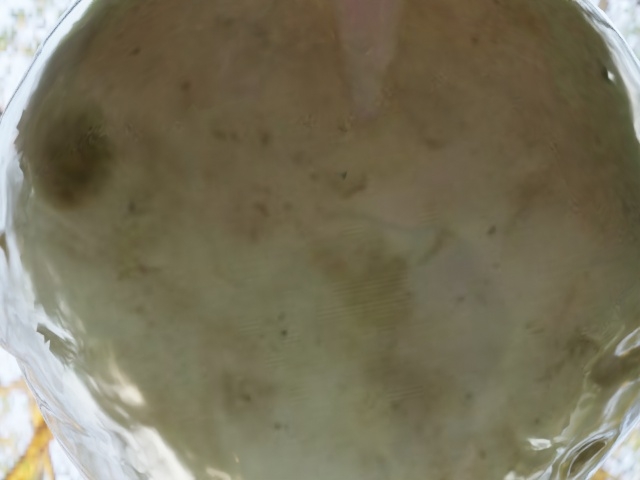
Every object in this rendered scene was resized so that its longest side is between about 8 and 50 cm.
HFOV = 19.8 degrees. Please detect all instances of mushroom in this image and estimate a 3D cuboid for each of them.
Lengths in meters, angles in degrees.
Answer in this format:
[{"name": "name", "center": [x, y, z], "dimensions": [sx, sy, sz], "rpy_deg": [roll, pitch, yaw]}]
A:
[{"name": "mushroom", "center": [0.000, 0.000, 0.633], "dimensions": [0.255, 0.255, 0.184], "rpy_deg": [11, -153, -2]}]
